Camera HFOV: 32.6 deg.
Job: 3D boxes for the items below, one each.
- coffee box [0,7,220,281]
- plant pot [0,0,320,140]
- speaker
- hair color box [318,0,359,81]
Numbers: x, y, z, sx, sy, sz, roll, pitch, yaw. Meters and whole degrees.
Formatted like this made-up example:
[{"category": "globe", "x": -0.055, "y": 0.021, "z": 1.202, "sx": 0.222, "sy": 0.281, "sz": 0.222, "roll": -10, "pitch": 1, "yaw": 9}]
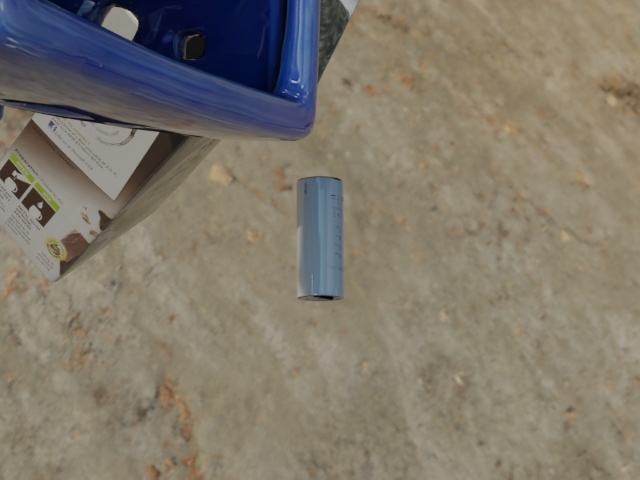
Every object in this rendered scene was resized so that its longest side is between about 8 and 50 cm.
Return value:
[{"category": "coffee box", "x": -0.165, "y": -0.108, "z": 0.998, "sx": 0.119, "sy": 0.297, "sz": 0.168, "roll": 48, "pitch": 41, "yaw": -1}, {"category": "plant pot", "x": -0.136, "y": -0.162, "z": 0.435, "sx": 0.236, "sy": 0.212, "sz": 0.236, "roll": 4, "pitch": 86, "yaw": -66}, {"category": "speaker", "x": 0.000, "y": 0.000, "z": 1.225, "sx": 0.055, "sy": 0.055, "sz": 0.136, "roll": 6, "pitch": 78, "yaw": -35}, {"category": "hair color box", "x": -0.155, "y": -0.307, "z": 1.291, "sx": 0.374, "sy": 0.113, "sz": 0.185, "roll": 32, "pitch": 71, "yaw": -23}]
